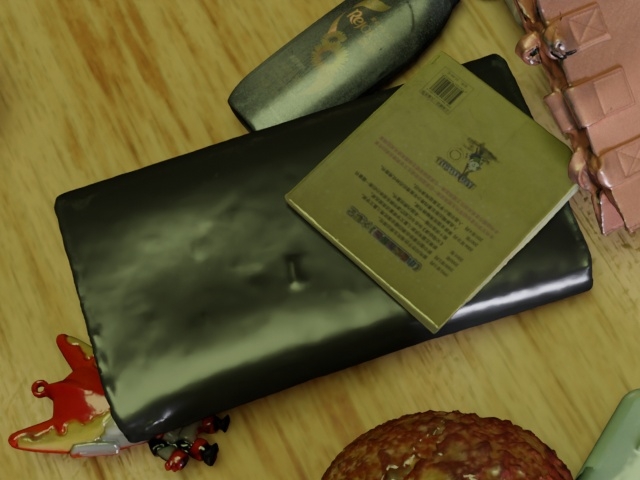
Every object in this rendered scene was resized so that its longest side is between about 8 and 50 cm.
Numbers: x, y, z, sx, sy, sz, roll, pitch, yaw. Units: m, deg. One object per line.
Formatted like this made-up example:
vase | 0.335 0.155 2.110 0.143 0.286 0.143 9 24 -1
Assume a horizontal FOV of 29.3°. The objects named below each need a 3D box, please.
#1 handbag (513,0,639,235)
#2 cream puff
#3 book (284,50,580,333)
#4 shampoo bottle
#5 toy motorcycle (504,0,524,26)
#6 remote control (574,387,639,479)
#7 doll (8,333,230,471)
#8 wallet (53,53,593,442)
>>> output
handbag | 0.248 -0.127 0.970 0.157 0.059 0.212 -26 98 -19
cream puff | 0.072 0.231 0.857 0.240 0.164 0.240 -15 59 26
book | 0.096 -0.045 0.988 0.168 0.013 0.192 42 73 17
shampoo bottle | 0.028 -0.170 1.104 0.234 0.049 0.087 -37 69 -5
toy motorcycle | 0.227 -0.254 1.079 0.171 0.110 0.260 -12 59 -11
remote control | 0.219 0.263 0.899 0.140 0.056 0.296 28 78 22
doll | -0.162 0.145 1.020 0.169 0.057 0.109 17 58 5
wallet | 0.000 0.001 1.013 0.406 0.062 0.228 -18 66 -5
